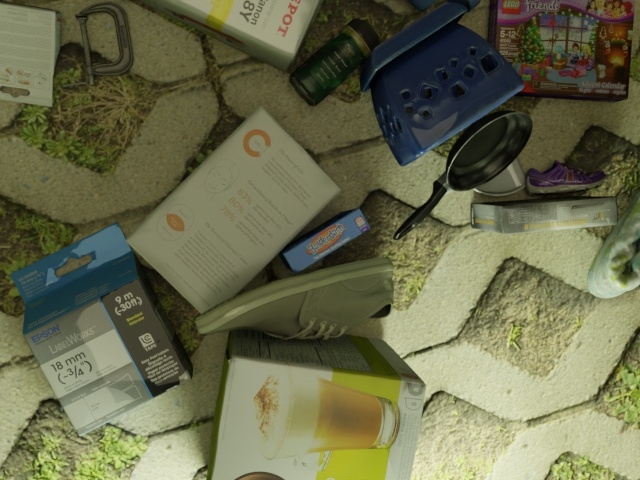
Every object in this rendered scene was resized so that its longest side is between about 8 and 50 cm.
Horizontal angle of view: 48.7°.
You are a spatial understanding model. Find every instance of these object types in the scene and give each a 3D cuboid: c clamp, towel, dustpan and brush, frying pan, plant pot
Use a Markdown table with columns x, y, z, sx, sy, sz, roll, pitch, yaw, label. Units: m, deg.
| x | y | z | sx | sy | sz | roll | pitch | yaw | label |
| --- | --- | --- | --- | --- | --- | --- | --- | --- | --- |
| -0.432 | -0.377 | 1.359 | 0.137 | 0.022 | 0.161 | -2 | 95 | -6 | c clamp |
| 0.637 | -0.063 | 1.364 | 0.090 | 0.320 | 0.375 | 29 | 90 | 19 | towel |
| 0.319 | -0.138 | 1.447 | 0.211 | 0.060 | 0.147 | -26 | 97 | -4 | dustpan and brush |
| 0.282 | -0.128 | 1.378 | 0.326 | 0.197 | 0.053 | -53 | 56 | 30 | frying pan |
| 0.208 | -0.297 | 1.340 | 0.235 | 0.236 | 0.212 | -33 | 92 | -3 | plant pot |

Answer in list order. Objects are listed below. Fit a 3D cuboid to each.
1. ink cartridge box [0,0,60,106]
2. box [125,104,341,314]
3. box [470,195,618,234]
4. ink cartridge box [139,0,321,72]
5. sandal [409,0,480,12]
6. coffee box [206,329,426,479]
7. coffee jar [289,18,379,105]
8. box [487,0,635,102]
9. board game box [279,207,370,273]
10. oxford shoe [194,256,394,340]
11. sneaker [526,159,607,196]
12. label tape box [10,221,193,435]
| x | y | z | sx | sy | sz | roll | pitch | yaw | label |
| --- | --- | --- | --- | --- | --- | --- | --- | --- | --- |
| -0.574 | -0.356 | 1.346 | 0.145 | 0.045 | 0.180 | 7 | 112 | -8 | ink cartridge box |
| -0.161 | -0.054 | 1.344 | 0.345 | 0.168 | 0.215 | -44 | 98 | -1 | box |
| 0.438 | -0.053 | 1.407 | 0.230 | 0.183 | 0.056 | -5 | 95 | -7 | box |
| -0.169 | -0.528 | 1.308 | 0.384 | 0.160 | 0.279 | 24 | 91 | -8 | ink cartridge box |
| 0.197 | -0.513 | 1.375 | 0.317 | 0.126 | 0.138 | -4 | 99 | -5 | sandal |
| -0.031 | 0.357 | 1.306 | 0.334 | 0.338 | 0.338 | 9 | 93 | -7 | coffee box |
| 0.029 | -0.349 | 1.378 | 0.184 | 0.096 | 0.079 | -42 | 101 | -1 | coffee jar |
| 0.487 | -0.395 | 1.447 | 0.293 | 0.057 | 0.201 | 2 | 94 | -7 | box |
| 0.000 | 0.000 | 1.343 | 0.160 | 0.210 | 0.047 | -31 | 93 | -6 | board game box |
| -0.019 | 0.124 | 1.291 | 0.449 | 0.169 | 0.130 | -9 | 83 | -42 | oxford shoe |
| 0.513 | -0.133 | 1.469 | 0.169 | 0.068 | 0.071 | -5 | 89 | -6 | sneaker |
| -0.428 | 0.167 | 1.363 | 0.240 | 0.106 | 0.334 | -27 | 97 | -4 | label tape box |
